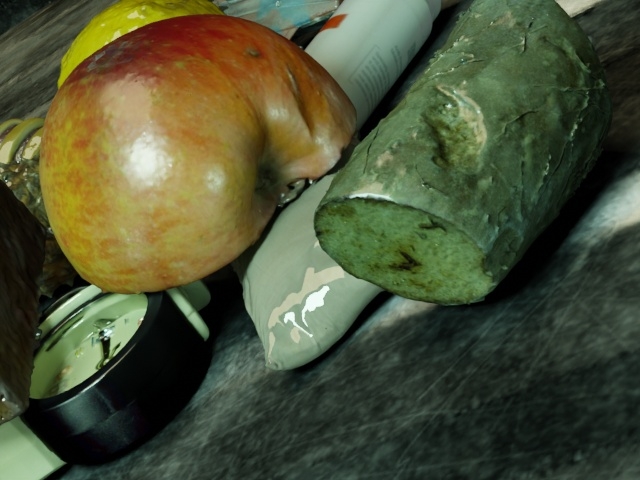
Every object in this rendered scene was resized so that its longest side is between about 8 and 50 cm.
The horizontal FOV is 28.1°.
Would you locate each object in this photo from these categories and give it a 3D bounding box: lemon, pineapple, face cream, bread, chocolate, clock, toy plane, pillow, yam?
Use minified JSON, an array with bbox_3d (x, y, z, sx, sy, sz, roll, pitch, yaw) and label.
[{"bbox_3d":[-0.189,-0.182,1.521,0.233,0.233,0.288,-28,20,23],"label":"lemon"},{"bbox_3d":[-0.402,0.022,1.575,0.361,0.175,0.175,-33,19,46],"label":"pineapple"},{"bbox_3d":[0.039,-0.197,1.370,0.102,0.102,0.345,-13,33,46],"label":"face cream"},{"bbox_3d":[-0.339,-0.095,1.660,0.225,0.081,0.134,15,57,18],"label":"bread"},{"bbox_3d":[-0.322,0.045,1.155,0.112,0.112,0.321,-26,30,8],"label":"chocolate"},{"bbox_3d":[-0.272,0.146,1.181,0.379,0.120,0.276,-29,26,8],"label":"clock"},{"bbox_3d":[-0.019,-0.300,1.641,0.326,0.104,0.223,-2,76,31],"label":"toy plane"},{"bbox_3d":[0.000,0.000,1.099,0.173,0.067,0.270,-40,23,4],"label":"pillow"},{"bbox_3d":[0.118,-0.066,0.941,0.154,0.154,0.254,-10,36,49],"label":"yam"}]

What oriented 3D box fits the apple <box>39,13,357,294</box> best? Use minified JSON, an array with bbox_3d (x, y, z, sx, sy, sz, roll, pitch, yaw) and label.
[{"bbox_3d":[-0.130,-0.106,1.141,0.251,0.163,0.293,7,49,43],"label":"apple"}]
